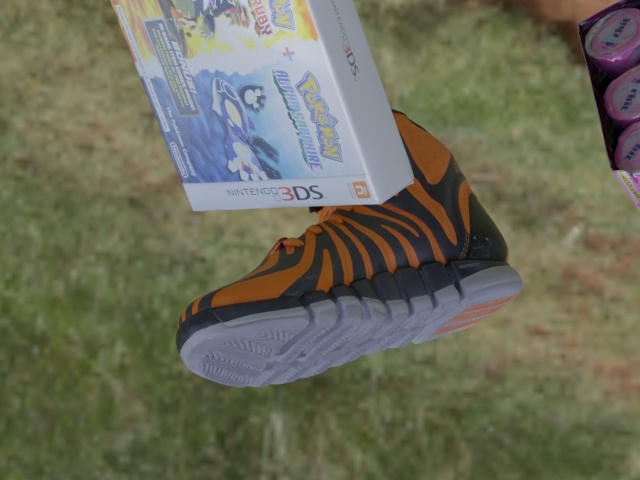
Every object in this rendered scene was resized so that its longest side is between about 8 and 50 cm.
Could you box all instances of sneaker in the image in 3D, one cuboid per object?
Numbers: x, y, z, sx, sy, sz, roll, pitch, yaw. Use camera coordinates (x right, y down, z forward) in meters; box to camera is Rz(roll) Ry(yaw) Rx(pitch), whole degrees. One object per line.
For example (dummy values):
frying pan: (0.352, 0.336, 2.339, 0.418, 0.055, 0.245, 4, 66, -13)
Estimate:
sneaker: (0.000, 0.000, 1.423, 0.321, 0.180, 0.124, -10, 159, -43)

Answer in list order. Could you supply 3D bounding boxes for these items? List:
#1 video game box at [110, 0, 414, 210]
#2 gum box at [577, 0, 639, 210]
video game box: (-0.047, -0.119, 1.257, 0.187, 0.048, 0.205, -3, 116, 42)
gum box: (0.255, -0.085, 1.388, 0.062, 0.188, 0.107, -27, 129, 21)
